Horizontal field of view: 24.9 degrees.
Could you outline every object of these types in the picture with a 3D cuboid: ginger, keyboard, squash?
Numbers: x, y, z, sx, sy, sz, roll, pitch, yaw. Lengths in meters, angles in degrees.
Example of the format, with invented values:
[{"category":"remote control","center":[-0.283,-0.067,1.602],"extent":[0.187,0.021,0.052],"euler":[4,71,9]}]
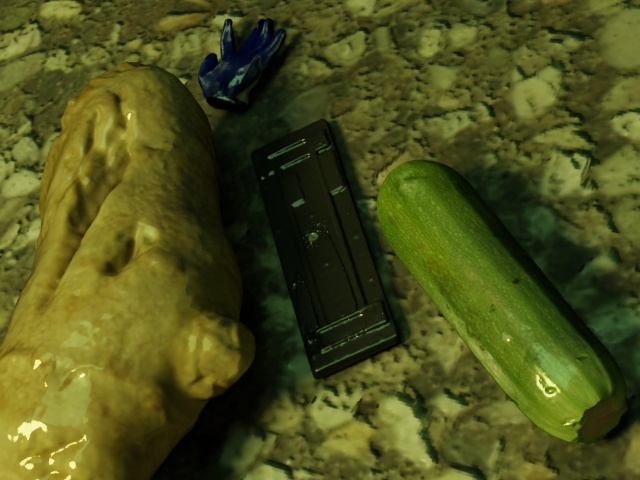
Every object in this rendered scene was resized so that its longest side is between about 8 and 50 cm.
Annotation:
[{"category":"ginger","center":[-0.127,0.027,0.931],"extent":[0.190,0.126,0.354],"euler":[-17,51,24]},{"category":"keyboard","center":[0.000,0.000,0.958],"extent":[0.061,0.013,0.204],"euler":[-25,47,9]},{"category":"squash","center":[0.099,0.028,0.850],"extent":[0.066,0.066,0.229],"euler":[-36,48,0]}]

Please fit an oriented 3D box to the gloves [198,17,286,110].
[{"category":"gloves","center":[-0.063,-0.136,1.086],"extent":[0.064,0.026,0.086],"euler":[11,62,36]}]
